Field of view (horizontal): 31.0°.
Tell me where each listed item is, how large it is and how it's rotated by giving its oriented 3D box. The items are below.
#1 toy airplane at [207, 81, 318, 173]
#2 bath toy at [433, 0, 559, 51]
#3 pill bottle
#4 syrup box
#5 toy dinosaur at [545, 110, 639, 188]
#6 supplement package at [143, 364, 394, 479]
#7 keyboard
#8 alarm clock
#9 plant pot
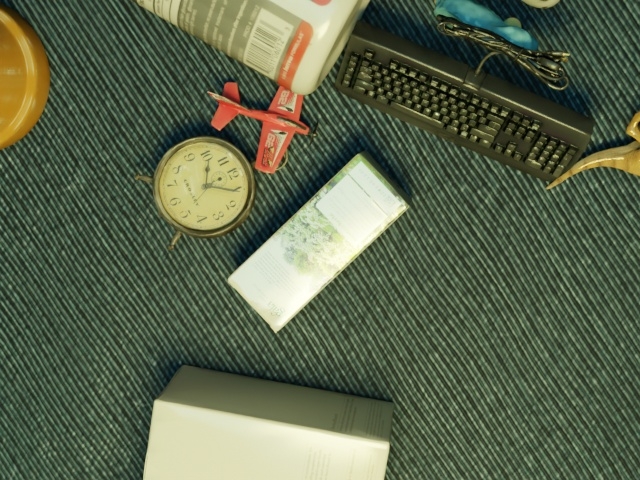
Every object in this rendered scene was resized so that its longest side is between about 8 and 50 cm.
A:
[{"bbox_3d":[-0.074,-0.157,1.471,0.151,0.028,0.151,3,75,-10],"label":"toy airplane"},{"bbox_3d":[0.264,-0.401,1.376,0.151,0.129,0.348,13,102,-31],"label":"bath toy"},{"bbox_3d":[-0.120,-0.347,1.375,0.362,0.210,0.210,30,99,1],"label":"pill bottle"},{"bbox_3d":[0.000,0.000,1.469,0.237,0.096,0.093,-44,90,10],"label":"syrup box"},{"bbox_3d":[0.396,-0.106,1.436,0.211,0.064,0.112,6,100,5],"label":"toy dinosaur"},{"bbox_3d":[-0.065,0.285,1.474,0.292,0.175,0.178,10,100,4],"label":"supplement package"},{"bbox_3d":[0.181,-0.185,1.401,0.317,0.033,0.201,22,141,1],"label":"keyboard"},{"bbox_3d":[-0.130,-0.075,1.485,0.192,0.064,0.129,-25,87,2],"label":"alarm clock"},{"bbox_3d":[-0.465,-0.206,1.436,0.205,0.188,0.205,1,98,5],"label":"plant pot"}]
